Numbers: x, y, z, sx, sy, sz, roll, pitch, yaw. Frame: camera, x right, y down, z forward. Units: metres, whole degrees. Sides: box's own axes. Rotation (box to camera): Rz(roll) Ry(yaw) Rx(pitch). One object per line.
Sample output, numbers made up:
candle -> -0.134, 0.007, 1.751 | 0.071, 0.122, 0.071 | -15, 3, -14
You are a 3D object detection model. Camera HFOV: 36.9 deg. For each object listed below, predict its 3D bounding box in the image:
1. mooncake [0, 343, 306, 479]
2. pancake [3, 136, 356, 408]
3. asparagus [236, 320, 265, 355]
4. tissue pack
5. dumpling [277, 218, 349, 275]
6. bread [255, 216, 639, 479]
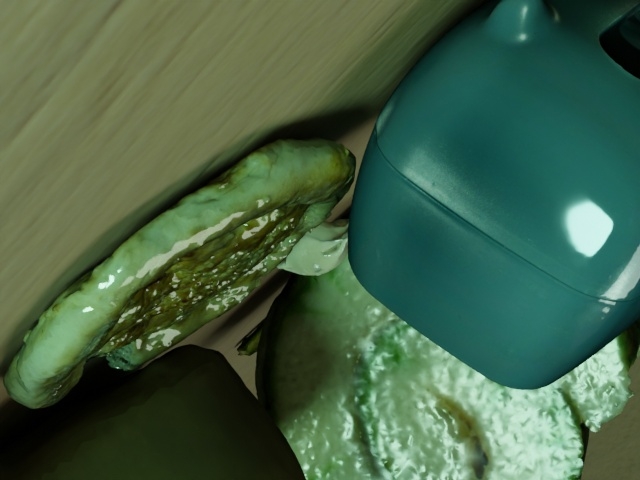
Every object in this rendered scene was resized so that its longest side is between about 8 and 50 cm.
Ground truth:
mooncake -> -0.162, 0.199, 0.717 | 0.284, 0.155, 0.284 | -35, 179, -1
pancake -> -0.076, 0.020, 0.578 | 0.254, 0.037, 0.253 | -36, 173, -5
asparagus -> -0.065, 0.110, 1.150 | 0.108, 0.025, 0.021 | -43, -179, 24
tissue pack -> 0.161, -0.063, 0.600 | 0.287, 0.198, 0.206 | -34, 156, -44
dumpling -> 0.001, 0.000, 0.808 | 0.077, 0.043, 0.059 | -50, -171, 39
bread -> 0.126, 0.136, 0.919 | 0.382, 0.366, 0.129 | -19, 178, 20
